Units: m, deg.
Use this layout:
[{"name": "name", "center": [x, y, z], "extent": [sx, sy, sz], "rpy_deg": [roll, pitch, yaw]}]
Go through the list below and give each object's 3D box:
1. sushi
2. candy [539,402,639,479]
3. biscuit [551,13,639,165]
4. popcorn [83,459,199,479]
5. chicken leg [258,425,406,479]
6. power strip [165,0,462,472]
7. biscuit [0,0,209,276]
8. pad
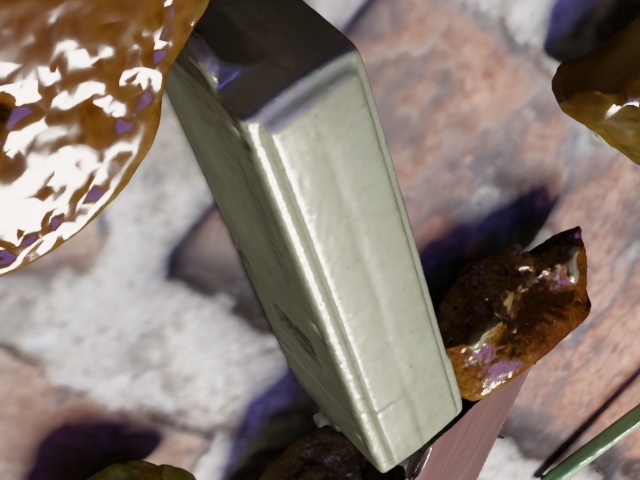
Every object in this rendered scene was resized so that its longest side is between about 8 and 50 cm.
[{"name": "sushi", "center": [0.085, 0.034, 0.729], "extent": [0.118, 0.061, 0.060], "rpy_deg": [-39, 104, -35]}, {"name": "candy", "center": [0.264, 0.050, 0.905], "extent": [0.335, 0.093, 0.092], "rpy_deg": [-39, 130, 5]}, {"name": "biscuit", "center": [0.259, -0.037, 0.720], "extent": [0.335, 0.078, 0.329], "rpy_deg": [3, 138, -15]}, {"name": "popcorn", "center": [-0.078, 0.124, 0.656], "extent": [0.083, 0.059, 0.068], "rpy_deg": [-12, 173, -25]}, {"name": "chicken leg", "center": [0.008, 0.155, 0.772], "extent": [0.085, 0.069, 0.198], "rpy_deg": [-58, 156, -22]}, {"name": "power strip", "center": [0.000, 0.000, 0.590], "extent": [0.052, 0.078, 0.272], "rpy_deg": [-37, 143, -14]}, {"name": "biscuit", "center": [-0.139, -0.123, 0.342], "extent": [0.359, 0.074, 0.381], "rpy_deg": [-32, 145, -14]}, {"name": "pad", "center": [0.063, 0.121, 0.764], "extent": [0.188, 0.006, 0.113], "rpy_deg": [-26, 140, -63]}]
